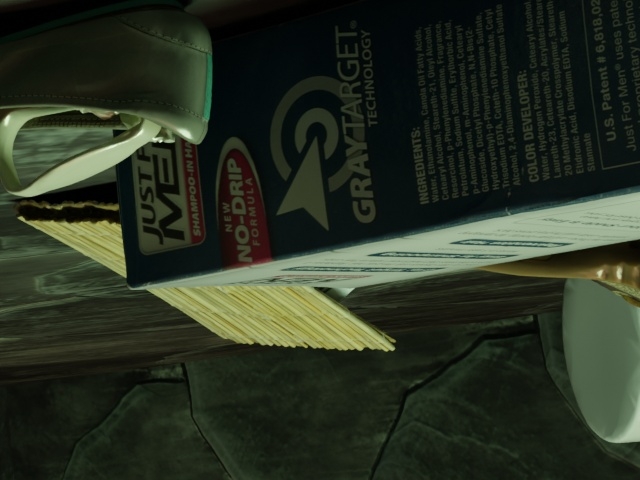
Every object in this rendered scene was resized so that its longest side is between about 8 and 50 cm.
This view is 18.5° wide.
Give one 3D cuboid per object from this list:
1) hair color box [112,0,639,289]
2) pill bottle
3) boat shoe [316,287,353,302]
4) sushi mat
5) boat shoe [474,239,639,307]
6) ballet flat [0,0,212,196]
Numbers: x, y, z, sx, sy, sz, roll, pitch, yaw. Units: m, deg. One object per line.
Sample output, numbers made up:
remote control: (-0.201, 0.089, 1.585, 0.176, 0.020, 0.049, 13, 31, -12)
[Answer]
hair color box: (0.094, -0.052, 0.826, 0.347, 0.105, 0.174, -11, 172, 37)
pill bottle: (0.441, 0.077, 1.832, 0.392, 0.224, 0.224, -4, 174, -16)
boat shoe: (0.000, 0.000, 1.394, 0.076, 0.080, 0.228, 17, 171, -18)
sushi mat: (-0.071, 0.028, 1.370, 0.151, 0.019, 0.316, 1, 163, 25)
boat shoe: (0.213, -0.008, 1.071, 0.342, 0.123, 0.123, 11, -172, 17)
ballet flat: (-0.143, -0.049, 0.793, 0.213, 0.068, 0.072, -8, 173, 19)
